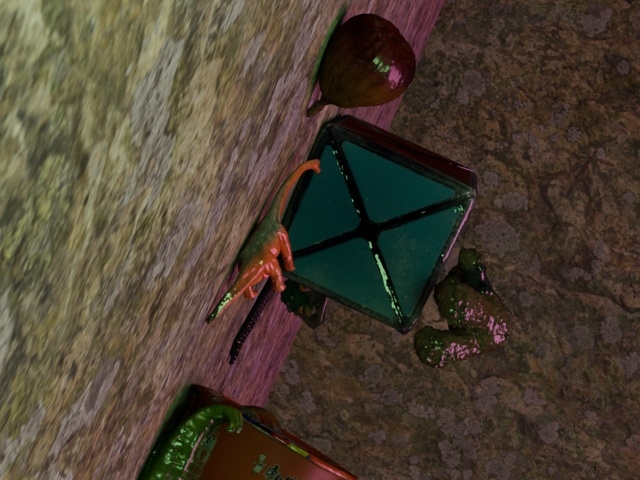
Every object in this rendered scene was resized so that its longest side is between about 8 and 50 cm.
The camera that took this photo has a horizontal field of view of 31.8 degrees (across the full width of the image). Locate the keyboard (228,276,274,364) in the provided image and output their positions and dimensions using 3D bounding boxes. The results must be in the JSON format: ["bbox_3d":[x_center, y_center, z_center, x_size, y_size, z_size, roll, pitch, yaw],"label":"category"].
[{"bbox_3d":[-0.103,0.116,1.835,0.204,0.013,0.061,-62,174,-47],"label":"keyboard"}]

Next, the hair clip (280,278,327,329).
[{"bbox_3d":[-0.002,0.001,1.993,0.091,0.138,0.321,8,112,-40],"label":"hair clip"}]

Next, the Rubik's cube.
[{"bbox_3d":[0.088,-0.031,1.773,0.255,0.259,0.260,-46,159,-76],"label":"Rubik's cube"}]

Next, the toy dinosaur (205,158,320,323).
[{"bbox_3d":[-0.061,0.005,1.409,0.279,0.055,0.101,-60,150,-43],"label":"toy dinosaur"}]

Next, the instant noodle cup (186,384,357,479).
[{"bbox_3d":[-0.106,0.330,1.471,0.192,0.250,0.250,-59,175,-7],"label":"instant noodle cup"}]

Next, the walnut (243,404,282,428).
[{"bbox_3d":[-0.133,0.367,1.883,0.167,0.167,0.207,-62,176,-50],"label":"walnut"}]

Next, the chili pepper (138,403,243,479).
[{"bbox_3d":[-0.208,0.351,1.357,0.359,0.076,0.085,-63,-157,2],"label":"chili pepper"}]

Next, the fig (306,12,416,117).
[{"bbox_3d":[0.040,-0.216,1.367,0.119,0.153,0.119,8,80,-53],"label":"fig"}]

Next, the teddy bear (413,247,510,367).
[{"bbox_3d":[0.221,0.114,1.684,0.182,0.129,0.251,-63,177,24],"label":"teddy bear"}]
